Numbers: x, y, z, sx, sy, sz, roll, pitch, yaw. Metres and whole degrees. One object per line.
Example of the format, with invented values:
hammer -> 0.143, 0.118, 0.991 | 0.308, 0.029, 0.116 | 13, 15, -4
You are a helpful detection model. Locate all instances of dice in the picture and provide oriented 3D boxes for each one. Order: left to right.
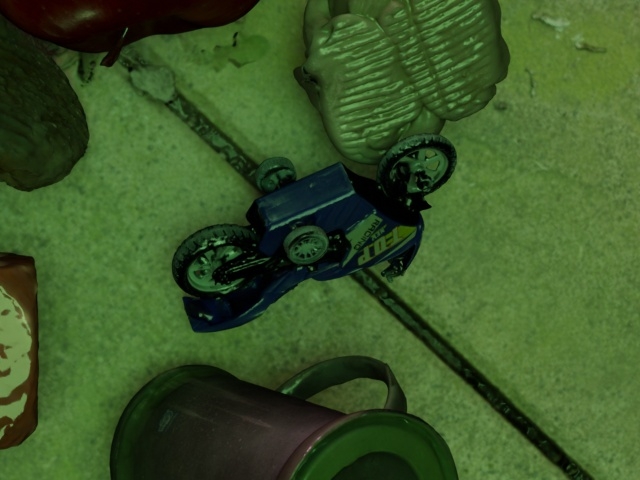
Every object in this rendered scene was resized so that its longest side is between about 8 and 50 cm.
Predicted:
dice -> -0.355, 0.101, 1.155 | 0.174, 0.179, 0.174 | -1, 95, -16

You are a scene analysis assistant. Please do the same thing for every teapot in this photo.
teapot -> -0.036, 0.208, 1.160 | 0.270, 0.337, 0.200 | -46, 119, -24

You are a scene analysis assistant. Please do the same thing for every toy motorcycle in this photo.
toy motorcycle -> 0.000, 0.000, 1.239 | 0.315, 0.113, 0.169 | -24, 141, 0

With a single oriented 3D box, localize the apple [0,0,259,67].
apple -> -0.174, -0.318, 1.103 | 0.288, 0.288, 0.317 | -3, 88, -11

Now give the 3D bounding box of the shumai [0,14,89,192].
shumai -> -0.334, -0.119, 1.166 | 0.153, 0.161, 0.209 | -32, 136, 21

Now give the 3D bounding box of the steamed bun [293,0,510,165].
steamed bun -> 0.071, -0.204, 1.230 | 0.211, 0.144, 0.218 | -26, 129, 3
